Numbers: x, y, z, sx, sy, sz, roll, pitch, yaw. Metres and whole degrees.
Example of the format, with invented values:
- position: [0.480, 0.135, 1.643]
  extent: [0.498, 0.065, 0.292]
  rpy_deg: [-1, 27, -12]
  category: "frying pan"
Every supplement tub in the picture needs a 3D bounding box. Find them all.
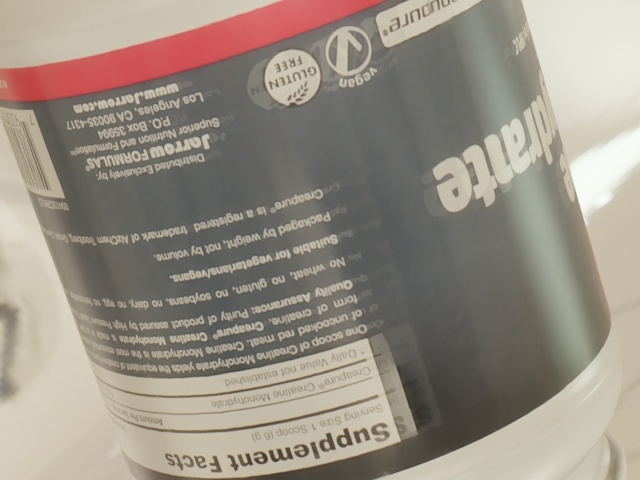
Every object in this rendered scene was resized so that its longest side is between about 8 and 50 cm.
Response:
- position: [0.000, 0.000, 0.721]
  extent: [0.191, 0.272, 0.191]
  rpy_deg: [-17, -164, 5]
  category: "supplement tub"
